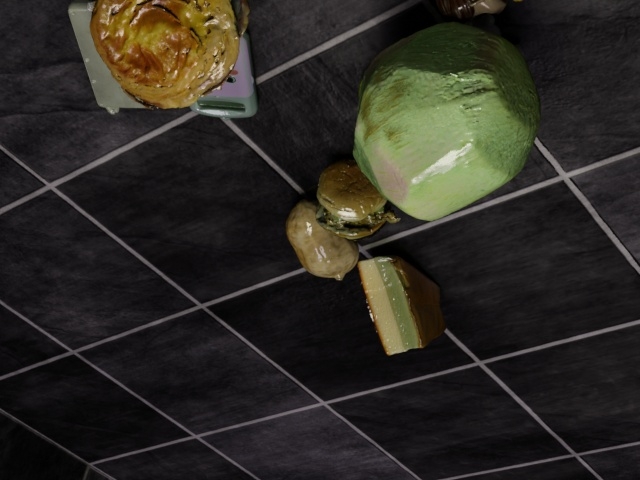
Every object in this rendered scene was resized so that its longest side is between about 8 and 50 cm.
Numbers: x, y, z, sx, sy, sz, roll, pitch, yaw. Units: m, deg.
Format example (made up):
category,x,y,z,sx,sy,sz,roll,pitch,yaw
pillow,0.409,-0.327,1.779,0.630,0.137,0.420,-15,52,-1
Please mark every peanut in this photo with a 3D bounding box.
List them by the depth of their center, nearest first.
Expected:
category,x,y,z,sx,sy,sz,roll,pitch,yaw
peanut,0.000,0.000,2.203,0.129,0.129,0.224,-13,135,28

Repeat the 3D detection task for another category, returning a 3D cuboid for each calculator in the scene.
category,x,y,z,sx,sy,sz,roll,pitch,yaw
calculator,-0.190,-0.313,1.933,0.141,0.045,0.246,6,142,8

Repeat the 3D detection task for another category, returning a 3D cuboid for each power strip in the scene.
category,x,y,z,sx,sy,sz,roll,pitch,yaw
power strip,-0.384,-0.347,1.940,0.117,0.046,0.270,2,139,8

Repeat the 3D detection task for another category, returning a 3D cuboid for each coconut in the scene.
category,x,y,z,sx,sy,sz,roll,pitch,yaw
coconut,0.184,-0.184,1.666,0.328,0.329,0.281,-22,149,36

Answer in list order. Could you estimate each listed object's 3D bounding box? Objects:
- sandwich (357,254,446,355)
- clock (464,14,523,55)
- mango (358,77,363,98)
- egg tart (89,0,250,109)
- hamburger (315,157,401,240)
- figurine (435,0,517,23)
category,x,y,z,sx,sy,sz,roll,pitch,yaw
sandwich,0.184,0.122,2.306,0.108,0.186,0.220,-17,93,28
clock,0.245,-0.317,1.784,0.176,0.080,0.117,-22,131,34
mango,0.115,-0.261,1.898,0.091,0.074,0.165,3,153,4
egg tart,-0.248,-0.365,1.784,0.297,0.132,0.297,3,97,23
hamburger,0.075,-0.078,2.066,0.184,0.159,0.131,25,141,15
figurine,0.317,-0.410,1.597,0.315,0.187,0.168,-15,140,41
